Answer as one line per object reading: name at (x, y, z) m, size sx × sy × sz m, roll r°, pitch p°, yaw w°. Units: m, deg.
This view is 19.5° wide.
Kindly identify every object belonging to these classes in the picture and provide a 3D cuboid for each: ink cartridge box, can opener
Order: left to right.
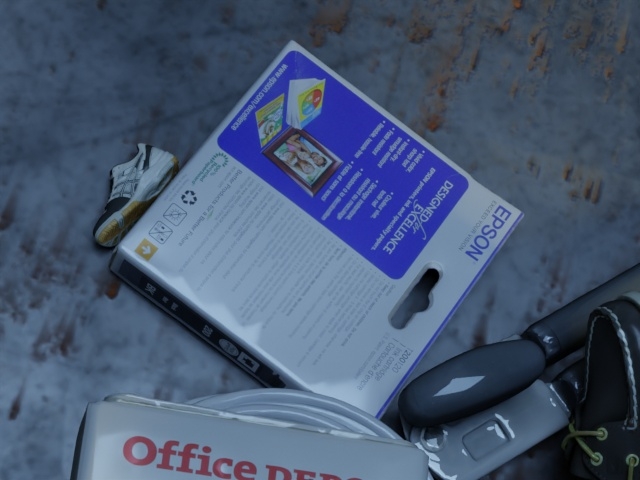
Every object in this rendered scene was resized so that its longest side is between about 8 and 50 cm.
ink cartridge box at (-0.055, 0.240, 1.029) m, size 0.197 × 0.114 × 0.272 m, roll 10°, pitch 68°, yaw -10°
ink cartridge box at (0.000, 0.000, 1.270) m, size 0.208 × 0.045 × 0.206 m, roll 37°, pitch 66°, yaw 3°
can opener at (0.175, 0.078, 1.263) m, size 0.280 × 0.093 × 0.074 m, roll -26°, pitch 77°, yaw -26°

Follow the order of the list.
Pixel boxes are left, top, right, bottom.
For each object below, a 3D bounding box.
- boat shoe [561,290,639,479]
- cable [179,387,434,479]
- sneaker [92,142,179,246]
boat shoe at (0.195, 0.148, 1.206) m, size 0.069 × 0.081 × 0.227 m, roll -10°, pitch 98°, yaw -18°
cable at (-0.037, 0.222, 1.155) m, size 0.257 × 0.089 × 0.257 m, roll -20°, pitch 75°, yaw -21°
sneaker at (-0.132, -0.031, 1.263) m, size 0.037 × 0.032 × 0.083 m, roll 30°, pitch 61°, yaw 15°
